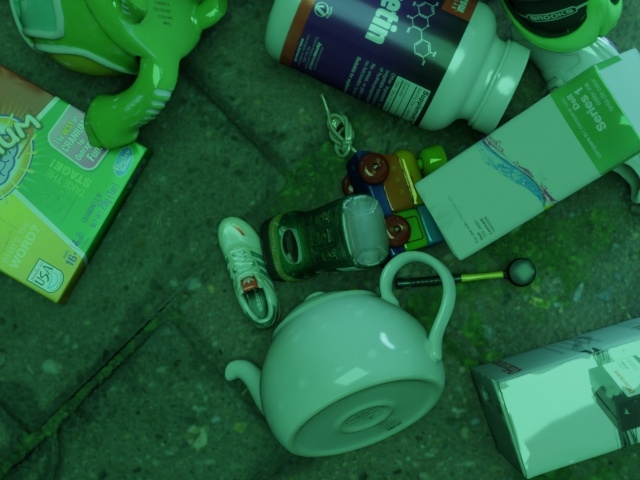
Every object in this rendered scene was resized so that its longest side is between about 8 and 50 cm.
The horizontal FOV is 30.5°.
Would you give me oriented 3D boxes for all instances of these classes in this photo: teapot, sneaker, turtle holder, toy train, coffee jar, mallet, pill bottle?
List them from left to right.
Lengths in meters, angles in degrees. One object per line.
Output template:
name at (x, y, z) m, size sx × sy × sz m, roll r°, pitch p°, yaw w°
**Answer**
turtle holder at (-0.266, -0.305, 1.516) m, size 0.227 × 0.243 × 0.320 m, roll -15°, pitch 112°, yaw 31°
sneaker at (-0.094, 0.042, 1.566) m, size 0.057 × 0.075 × 0.161 m, roll -19°, pitch 88°, yaw -2°
coffee jar at (0.000, 0.000, 1.523) m, size 0.079 × 0.184 × 0.096 m, roll -10°, pitch 89°, yaw -42°
teapot at (0.030, 0.145, 1.502) m, size 0.256 × 0.252 × 0.187 m, roll -10°, pitch 59°, yaw -20°
pill bottle at (0.101, -0.261, 1.529) m, size 0.322 × 0.181 × 0.182 m, roll 24°, pitch 87°, yaw 0°
toy train at (0.104, -0.100, 1.573) m, size 0.143 × 0.105 × 0.248 m, roll -16°, pitch 81°, yaw -17°
mallet at (0.197, 0.050, 1.576) m, size 0.189 × 0.062 × 0.039 m, roll -5°, pitch 86°, yaw -1°
sneaker at (0.213, -0.455, 1.497) m, size 0.185 × 0.202 × 0.483 m, roll -39°, pitch 69°, yaw -9°
sneaker at (0.360, -0.177, 1.561) m, size 0.305 × 0.114 × 0.152 m, roll 41°, pitch 86°, yaw 1°

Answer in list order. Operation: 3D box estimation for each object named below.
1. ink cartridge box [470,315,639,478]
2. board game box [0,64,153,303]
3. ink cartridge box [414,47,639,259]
ink cartridge box at (0.367, 0.184, 1.492) m, size 0.307 × 0.223 × 0.129 m, roll -17°, pitch 89°, yaw -1°
board game box at (-0.423, -0.095, 1.574) m, size 0.316 × 0.064 × 0.242 m, roll 29°, pitch 87°, yaw 0°
ink cartridge box at (0.282, -0.108, 1.460) m, size 0.278 × 0.201 × 0.117 m, roll -34°, pitch 87°, yaw 31°
